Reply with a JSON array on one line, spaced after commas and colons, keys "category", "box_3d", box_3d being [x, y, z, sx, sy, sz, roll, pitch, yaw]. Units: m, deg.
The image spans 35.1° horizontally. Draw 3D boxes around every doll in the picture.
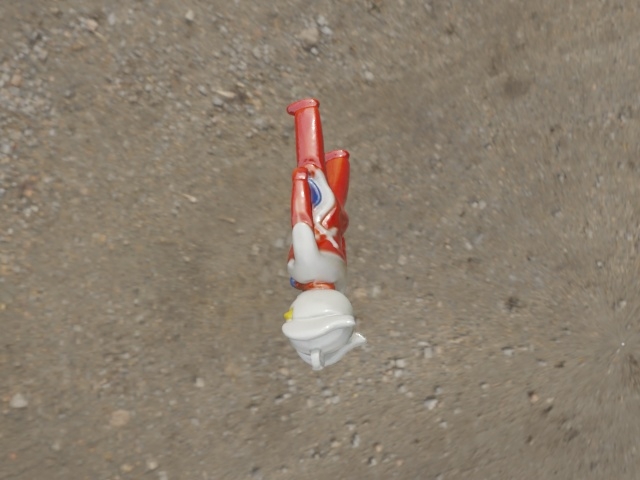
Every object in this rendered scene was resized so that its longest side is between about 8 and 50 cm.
[{"category": "doll", "box_3d": [0.000, 0.000, 1.362, 0.099, 0.188, 0.384, -14, 53, 16]}]
